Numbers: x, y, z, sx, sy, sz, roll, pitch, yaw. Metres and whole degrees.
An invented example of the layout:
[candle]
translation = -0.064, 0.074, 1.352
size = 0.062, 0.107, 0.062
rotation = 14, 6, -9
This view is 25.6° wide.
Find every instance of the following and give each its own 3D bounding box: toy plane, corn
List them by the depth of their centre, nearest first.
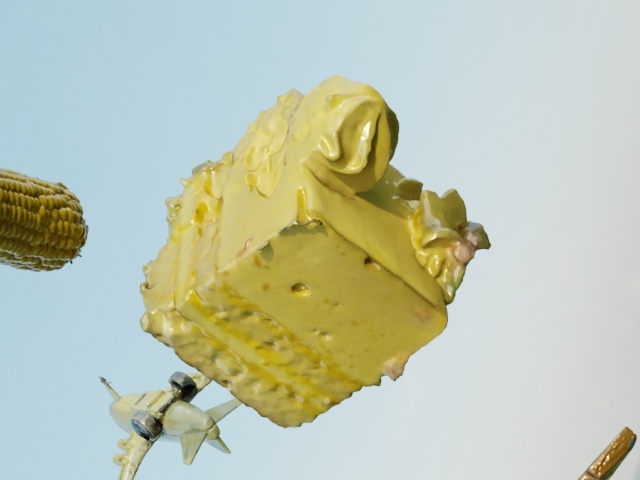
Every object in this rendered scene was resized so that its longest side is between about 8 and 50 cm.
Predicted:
[corn]
translation = -0.306, -0.027, 1.295
size = 0.091, 0.091, 0.260
rotation = -57, -26, 5
[toy plane]
translation = -0.202, 0.227, 1.799
size = 0.242, 0.256, 0.104
rotation = -50, -53, -27

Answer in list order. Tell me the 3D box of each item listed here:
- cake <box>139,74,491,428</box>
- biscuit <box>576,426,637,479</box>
[cake]
translation = 0.000, 0.000, 1.370
size = 0.227, 0.286, 0.222
rotation = 38, -148, -31
[biscuit]
translation = 0.237, 0.211, 1.229
size = 0.119, 0.019, 0.130
rotation = -27, -27, -51
